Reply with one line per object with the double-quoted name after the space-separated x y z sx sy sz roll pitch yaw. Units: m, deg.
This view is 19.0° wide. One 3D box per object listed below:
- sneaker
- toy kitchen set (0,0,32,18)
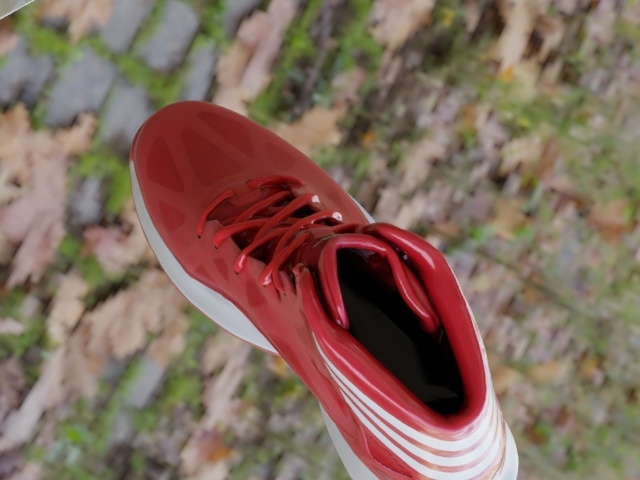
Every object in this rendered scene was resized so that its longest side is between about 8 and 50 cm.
0.000 0.000 0.724 0.087 0.221 0.128 -37 155 -18 "sneaker"
-0.122 -0.070 0.427 0.083 0.068 0.075 -36 119 -33 "toy kitchen set"
